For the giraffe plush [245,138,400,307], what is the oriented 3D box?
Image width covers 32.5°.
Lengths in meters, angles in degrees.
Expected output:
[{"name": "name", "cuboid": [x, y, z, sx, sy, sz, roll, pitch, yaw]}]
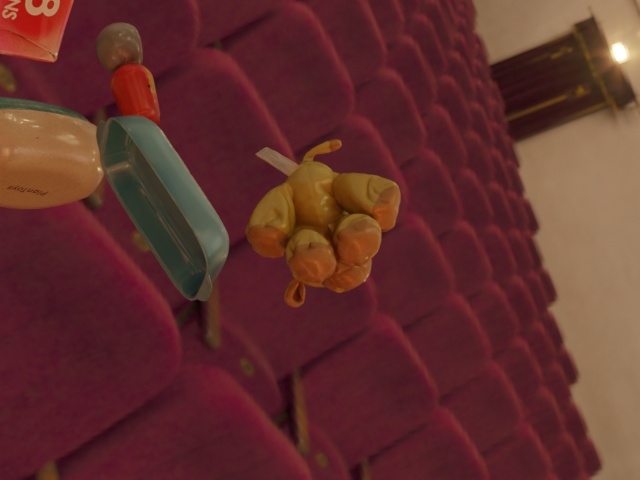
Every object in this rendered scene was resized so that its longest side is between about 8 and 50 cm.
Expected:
[{"name": "giraffe plush", "cuboid": [0.000, 0.000, 1.348, 0.210, 0.181, 0.170, 51, -18, 41]}]

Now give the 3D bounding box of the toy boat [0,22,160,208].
[{"name": "toy boat", "cuboid": [-0.349, -0.159, 1.464, 0.267, 0.318, 0.148, 17, 50, -61]}]

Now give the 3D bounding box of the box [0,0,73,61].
[{"name": "box", "cuboid": [-0.210, -0.199, 0.465, 0.142, 0.154, 0.300, 8, 18, -41]}]

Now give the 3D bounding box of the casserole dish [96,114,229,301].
[{"name": "casserole dish", "cuboid": [-0.136, -0.033, 0.974, 0.188, 0.037, 0.114, 55, -28, 12]}]
